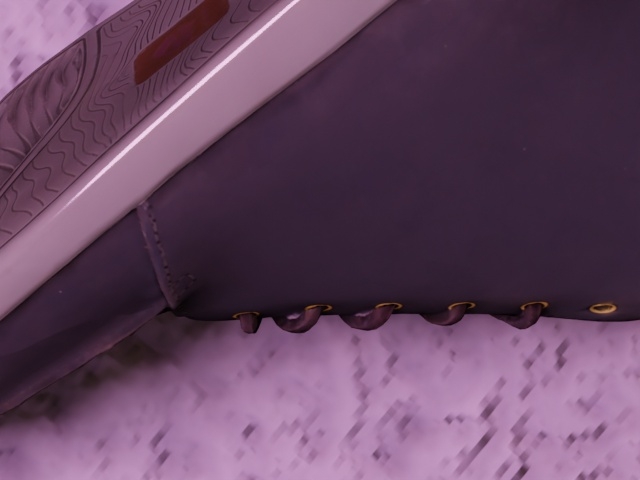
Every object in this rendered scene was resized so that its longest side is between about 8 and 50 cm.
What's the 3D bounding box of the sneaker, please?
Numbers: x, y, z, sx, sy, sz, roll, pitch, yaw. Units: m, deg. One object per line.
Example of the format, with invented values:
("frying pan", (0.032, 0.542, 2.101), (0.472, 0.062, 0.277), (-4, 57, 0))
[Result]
("sneaker", (0.000, 0.000, 0.407), (0.222, 0.083, 0.118), (-36, 117, 18))
